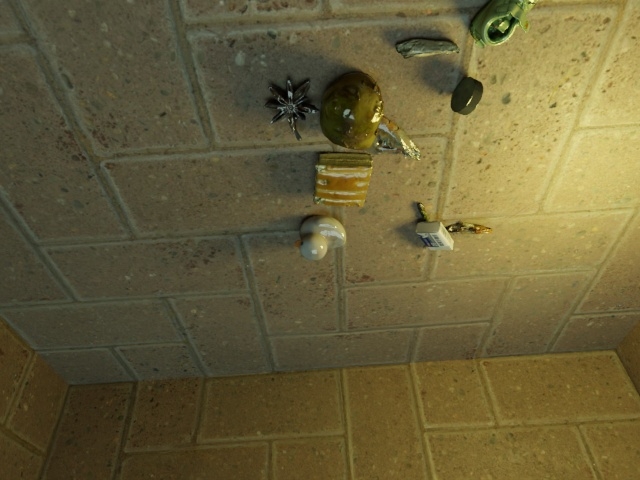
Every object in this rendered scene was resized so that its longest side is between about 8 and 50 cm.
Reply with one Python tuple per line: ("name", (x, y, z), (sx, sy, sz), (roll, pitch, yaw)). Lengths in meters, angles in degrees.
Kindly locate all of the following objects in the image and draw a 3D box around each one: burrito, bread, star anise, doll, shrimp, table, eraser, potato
("burrito", (0.380, -0.673, 1.639), (0.230, 0.062, 0.058), (-1, 165, -5))
("bread", (0.088, -0.259, 2.033), (0.247, 0.110, 0.239), (2, 136, -6))
("star anise", (-0.109, -0.502, 1.771), (0.209, 0.089, 0.231), (16, 130, -3))
("doll", (0.000, 0.000, 2.239), (0.252, 0.220, 0.221), (0, 137, -5))
("shrimp", (0.718, -0.063, 2.313), (0.263, 0.066, 0.117), (-1, 177, 2))
("table", (0.546, -0.539, 1.743), (0.043, 0.133, 0.133), (15, 134, -21))
("eraser", (0.573, -0.019, 2.323), (0.125, 0.067, 0.210), (-4, 151, 33))
("shrimp", (0.284, -0.399, 1.935), (0.317, 0.062, 0.164), (29, 133, -25))
("potato", (0.111, -0.450, 1.745), (0.247, 0.196, 0.299), (5, 133, 6))

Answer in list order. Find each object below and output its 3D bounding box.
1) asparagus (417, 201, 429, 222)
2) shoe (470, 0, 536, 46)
("asparagus", (0.497, -0.132, 2.260), (0.036, 0.030, 0.165), (6, 147, 33))
("shoe", (0.626, -0.750, 1.542), (0.140, 0.128, 0.262), (18, 138, -41))
